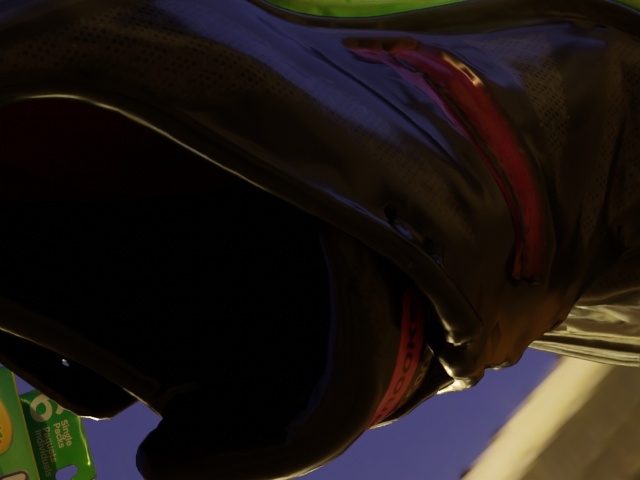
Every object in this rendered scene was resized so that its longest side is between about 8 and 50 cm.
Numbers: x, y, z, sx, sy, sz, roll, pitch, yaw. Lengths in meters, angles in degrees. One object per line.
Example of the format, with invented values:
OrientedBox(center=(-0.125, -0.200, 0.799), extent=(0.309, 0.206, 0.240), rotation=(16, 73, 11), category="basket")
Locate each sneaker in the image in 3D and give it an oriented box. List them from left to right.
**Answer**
OrientedBox(center=(0.000, 0.000, 0.573), extent=(0.483, 0.202, 0.185), rotation=(10, -39, -34), category="sneaker")

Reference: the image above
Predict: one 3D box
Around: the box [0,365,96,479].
OrientedBox(center=(-0.183, 0.121, 0.717), extent=(0.179, 0.105, 0.043), rotation=(-14, -24, -14), category="box")
